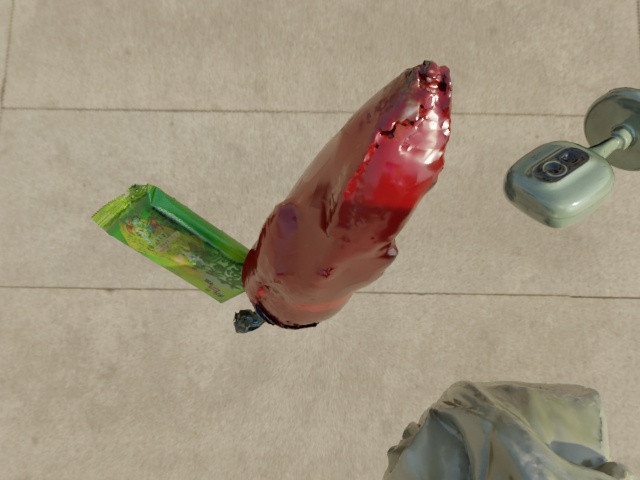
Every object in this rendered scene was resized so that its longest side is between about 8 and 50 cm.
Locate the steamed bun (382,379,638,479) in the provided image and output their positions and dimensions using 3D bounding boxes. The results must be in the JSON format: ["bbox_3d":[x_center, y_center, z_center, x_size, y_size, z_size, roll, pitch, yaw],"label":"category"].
[{"bbox_3d":[0.109,0.187,0.360,0.144,0.211,0.218,23,90,16],"label":"steamed bun"}]

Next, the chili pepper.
[{"bbox_3d":[0.000,0.000,0.443,0.110,0.387,0.110,8,62,-16],"label":"chili pepper"}]

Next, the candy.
[{"bbox_3d":[-0.138,0.008,0.541,0.178,0.102,0.032,37,43,-29],"label":"candy"}]

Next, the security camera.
[{"bbox_3d":[0.150,-0.044,0.299,0.092,0.058,0.058,-35,83,-20],"label":"security camera"}]
